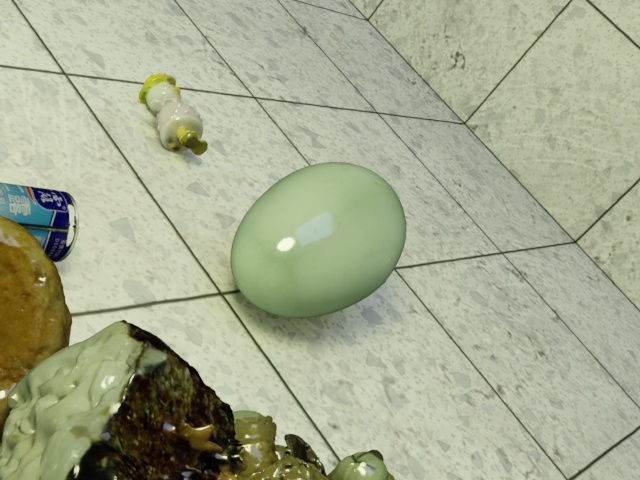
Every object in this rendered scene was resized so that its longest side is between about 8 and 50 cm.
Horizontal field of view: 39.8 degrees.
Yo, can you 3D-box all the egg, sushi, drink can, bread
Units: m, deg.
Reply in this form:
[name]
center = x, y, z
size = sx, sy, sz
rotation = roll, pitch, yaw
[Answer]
[egg]
center = 0.000, 0.000, 1.375
size = 0.230, 0.230, 0.371
rotation = 45, 32, 10
[sushi]
center = -0.174, 0.242, 0.737
size = 0.207, 0.234, 0.348
rotation = 45, 45, -33
[drink can]
center = -0.413, -0.028, 1.045
size = 0.235, 0.097, 0.097
rotation = 6, 42, -46
[bread]
center = -0.359, 0.083, 0.856
size = 0.230, 0.123, 0.230
rotation = 3, 85, -35

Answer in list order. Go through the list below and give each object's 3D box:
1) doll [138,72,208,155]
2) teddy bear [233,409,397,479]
[doll]
center = -0.260, -0.225, 1.549
size = 0.129, 0.081, 0.207
rotation = 35, 18, -54
[teddy bear]
center = 0.017, 0.313, 1.011
size = 0.256, 0.156, 0.267
rotation = 13, 7, -34
